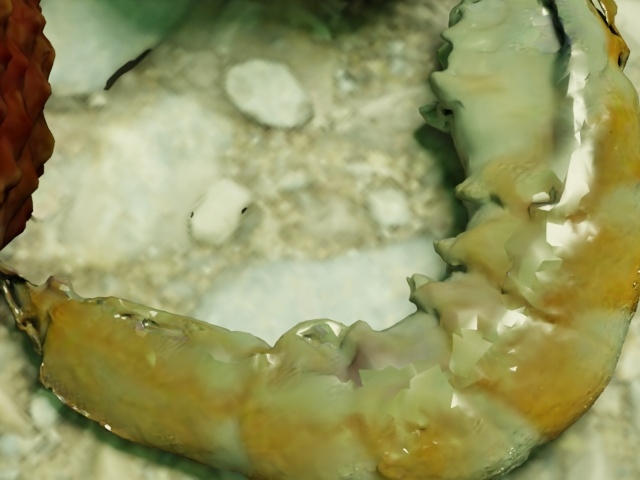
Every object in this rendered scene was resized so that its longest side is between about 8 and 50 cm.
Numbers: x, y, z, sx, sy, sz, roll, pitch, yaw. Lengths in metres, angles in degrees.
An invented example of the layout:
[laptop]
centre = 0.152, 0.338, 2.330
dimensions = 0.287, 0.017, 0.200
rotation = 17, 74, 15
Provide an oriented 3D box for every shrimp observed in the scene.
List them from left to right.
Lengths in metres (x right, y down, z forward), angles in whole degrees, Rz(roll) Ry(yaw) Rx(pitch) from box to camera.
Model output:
[shrimp]
centre = 0.028, 0.018, 0.813
dimensions = 0.287, 0.068, 0.185
rotation = -30, 74, -3

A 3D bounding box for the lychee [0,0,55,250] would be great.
[lychee]
centre = -0.233, -0.063, 0.705
dimensions = 0.275, 0.304, 0.276
rotation = 10, 34, -7
